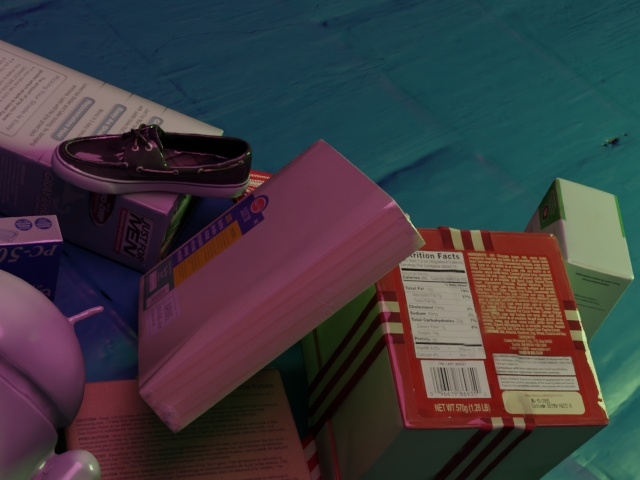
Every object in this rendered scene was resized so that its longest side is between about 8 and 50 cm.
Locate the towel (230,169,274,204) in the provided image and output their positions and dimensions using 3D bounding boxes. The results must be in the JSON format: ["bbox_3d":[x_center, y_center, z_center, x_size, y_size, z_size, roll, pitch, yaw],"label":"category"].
[{"bbox_3d":[0.000,0.000,1.450,0.275,0.031,0.199,47,21,29],"label":"towel"}]

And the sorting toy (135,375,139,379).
[{"bbox_3d":[-0.179,0.178,1.264,0.083,0.012,0.062,37,44,18],"label":"sorting toy"}]

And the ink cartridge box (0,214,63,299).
[{"bbox_3d":[-0.392,0.026,1.283,0.207,0.097,0.046,-4,46,-25],"label":"ink cartridge box"}]

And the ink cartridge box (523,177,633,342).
[{"bbox_3d":[0.284,0.055,1.427,0.087,0.208,0.153,15,42,-10],"label":"ink cartridge box"}]

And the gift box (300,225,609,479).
[{"bbox_3d":[0.113,0.160,1.217,0.255,0.258,0.276,6,58,-16],"label":"gift box"}]

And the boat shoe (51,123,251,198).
[{"bbox_3d":[-0.187,-0.098,1.341,0.229,0.076,0.080,8,43,-14],"label":"boat shoe"}]

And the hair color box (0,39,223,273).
[{"bbox_3d":[-0.331,-0.117,1.449,0.375,0.113,0.185,22,42,4],"label":"hair color box"}]

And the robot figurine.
[{"bbox_3d":[-0.343,0.164,1.029,0.300,0.200,0.353,36,66,-4],"label":"robot figurine"}]

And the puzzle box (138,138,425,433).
[{"bbox_3d":[-0.060,0.022,1.174,0.052,0.272,0.409,52,1,-15],"label":"puzzle box"}]

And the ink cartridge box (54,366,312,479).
[{"bbox_3d":[-0.135,0.233,1.158,0.235,0.088,0.193,-1,49,-22],"label":"ink cartridge box"}]
